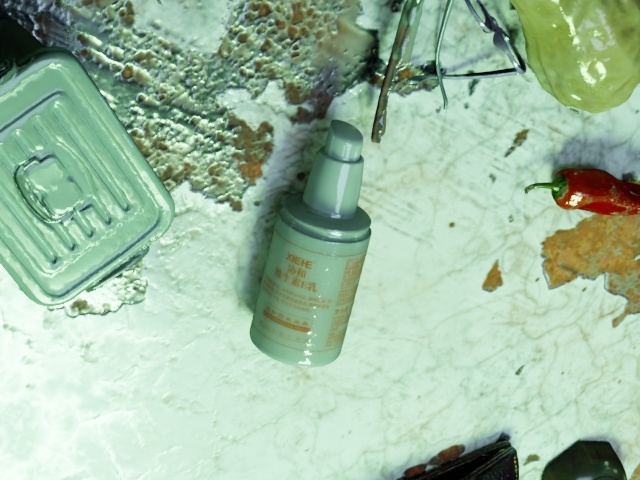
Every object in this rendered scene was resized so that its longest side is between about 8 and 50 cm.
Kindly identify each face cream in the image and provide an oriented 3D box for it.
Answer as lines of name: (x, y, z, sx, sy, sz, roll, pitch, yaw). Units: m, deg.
face cream: (0.000, 0.000, 1.795, 0.101, 0.101, 0.252, 0, 117, -30)

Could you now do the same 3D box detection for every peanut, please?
peanut: (0.247, -0.266, 1.764, 0.149, 0.149, 0.313, -38, 125, -5)

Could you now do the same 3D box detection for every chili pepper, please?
chili pepper: (0.314, -0.055, 1.974, 0.191, 0.059, 0.050, 4, 106, -30)

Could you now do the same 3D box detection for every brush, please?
brush: (0.090, -0.232, 1.726, 0.071, 0.084, 0.301, 20, 118, 7)

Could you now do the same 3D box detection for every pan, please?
pan: (0.350, 0.344, 2.235, 0.128, 0.048, 0.202, -37, 130, -7)

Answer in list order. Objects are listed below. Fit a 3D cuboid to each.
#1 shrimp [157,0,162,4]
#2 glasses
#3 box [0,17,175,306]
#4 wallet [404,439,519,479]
shrimp: (-0.142, -0.255, 1.585, 0.190, 0.074, 0.073, -9, 89, -38)
glasses: (0.141, -0.192, 1.813, 0.103, 0.062, 0.140, -33, 132, 19)
box: (-0.259, -0.078, 1.577, 0.163, 0.135, 0.243, -37, 130, -5)
wallet: (0.137, 0.380, 2.123, 0.262, 0.071, 0.221, -24, 126, -25)
